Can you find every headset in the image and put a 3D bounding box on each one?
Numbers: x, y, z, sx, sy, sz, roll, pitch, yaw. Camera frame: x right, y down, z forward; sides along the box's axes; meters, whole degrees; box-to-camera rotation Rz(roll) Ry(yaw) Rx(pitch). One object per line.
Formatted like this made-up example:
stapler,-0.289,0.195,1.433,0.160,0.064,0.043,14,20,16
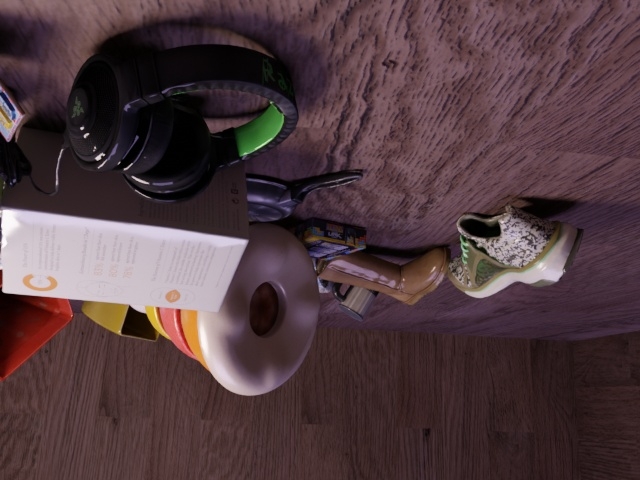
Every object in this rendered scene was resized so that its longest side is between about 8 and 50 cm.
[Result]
headset,-0.227,-0.154,0.781,0.395,0.185,0.243,-16,166,10

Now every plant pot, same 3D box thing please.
plant pot,-0.869,0.160,1.692,0.236,0.267,0.267,18,132,21
plant pot,-0.619,0.187,2.000,0.187,0.212,0.212,10,169,20

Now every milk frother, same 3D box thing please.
milk frother,0.100,0.149,1.835,0.129,0.134,0.143,32,166,9

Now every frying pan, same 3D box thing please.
frying pan,-0.071,-0.074,1.175,0.327,0.053,0.197,2,167,13

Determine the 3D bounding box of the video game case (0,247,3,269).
video game case,-0.491,0.014,1.332,0.300,0.036,0.329,-4,-174,7

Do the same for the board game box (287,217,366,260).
board game box,0.000,0.000,1.441,0.141,0.048,0.170,13,163,-29

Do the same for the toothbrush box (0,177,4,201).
toothbrush box,-0.537,-0.053,0.842,0.206,0.283,0.122,-7,162,31

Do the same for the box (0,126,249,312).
box,-0.310,-0.022,1.017,0.346,0.168,0.215,8,139,-20

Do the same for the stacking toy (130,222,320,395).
stacking toy,-0.275,0.133,1.403,0.480,0.350,0.351,2,168,35

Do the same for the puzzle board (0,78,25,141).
puzzle board,-0.377,-0.176,0.697,0.011,0.128,0.096,-40,-167,-35

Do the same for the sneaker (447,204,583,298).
sneaker,0.352,0.001,1.312,0.182,0.158,0.410,37,161,-7

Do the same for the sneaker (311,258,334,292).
sneaker,-0.012,0.093,1.748,0.086,0.085,0.237,9,163,8

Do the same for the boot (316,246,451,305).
boot,0.153,0.062,1.567,0.270,0.089,0.236,19,136,-14

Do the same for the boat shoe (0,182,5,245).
boat shoe,-0.579,-0.066,1.170,0.341,0.127,0.158,-5,159,-2
